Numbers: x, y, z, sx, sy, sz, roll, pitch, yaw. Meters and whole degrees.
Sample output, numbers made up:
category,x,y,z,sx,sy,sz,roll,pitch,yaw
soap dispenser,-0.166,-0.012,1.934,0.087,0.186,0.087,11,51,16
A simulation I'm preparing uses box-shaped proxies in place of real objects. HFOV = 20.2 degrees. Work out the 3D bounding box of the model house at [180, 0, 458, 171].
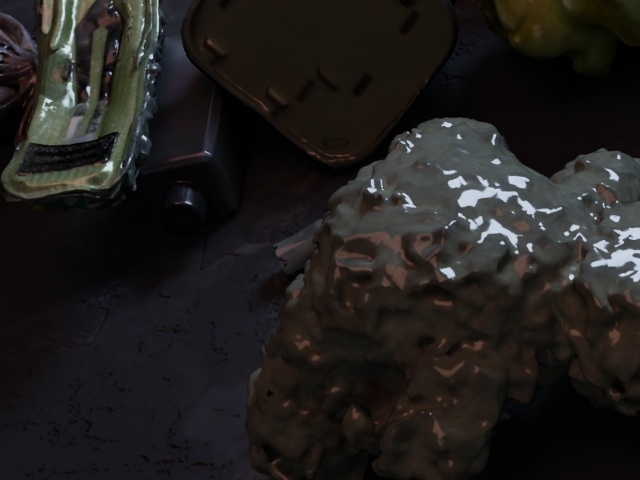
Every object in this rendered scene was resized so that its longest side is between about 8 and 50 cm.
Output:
category,x,y,z,sx,sy,sz,roll,pitch,yaw
model house,0.034,-0.220,1.719,0.205,0.218,0.278,-50,-3,23

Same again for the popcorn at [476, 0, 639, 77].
category,x,y,z,sx,sy,sz,roll,pitch,yaw
popcorn,0.256,-0.264,1.567,0.276,0.225,0.276,-24,-3,-1

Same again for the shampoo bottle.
category,x,y,z,sx,sy,sz,roll,pitch,yaw
shampoo bottle,-0.117,-0.100,1.683,0.080,0.079,0.246,-13,41,15

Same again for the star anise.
category,x,y,z,sx,sy,sz,roll,pitch,yaw
star anise,-0.276,-0.147,1.798,0.223,0.109,0.236,24,49,14

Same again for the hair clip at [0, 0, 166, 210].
category,x,y,z,sx,sy,sz,roll,pitch,yaw
hair clip,-0.209,-0.128,1.660,0.138,0.091,0.321,-4,46,9

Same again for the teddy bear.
category,x,y,z,sx,sy,sz,roll,pitch,yaw
teddy bear,0.161,0.057,1.308,0.367,0.224,0.357,21,54,23

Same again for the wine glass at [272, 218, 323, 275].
category,x,y,z,sx,sy,sz,roll,pitch,yaw
wine glass,0.000,0.000,1.547,0.083,0.039,0.042,-26,41,4
